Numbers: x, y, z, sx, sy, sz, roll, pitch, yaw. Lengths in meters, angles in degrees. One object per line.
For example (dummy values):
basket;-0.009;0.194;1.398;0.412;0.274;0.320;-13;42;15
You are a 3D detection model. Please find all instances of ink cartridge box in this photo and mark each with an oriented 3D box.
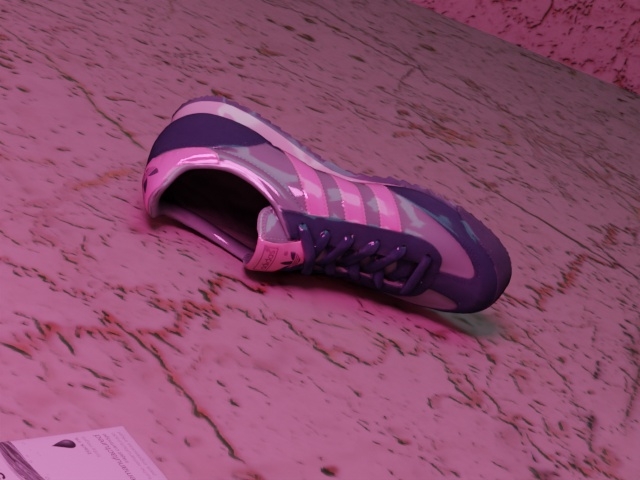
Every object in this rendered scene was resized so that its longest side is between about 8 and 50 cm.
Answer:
ink cartridge box;-0.132;0.147;0.646;0.135;0.056;0.099;0;34;-48

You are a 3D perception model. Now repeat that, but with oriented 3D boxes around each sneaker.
sneaker;0.000;0.000;1.094;0.319;0.112;0.131;23;38;2
